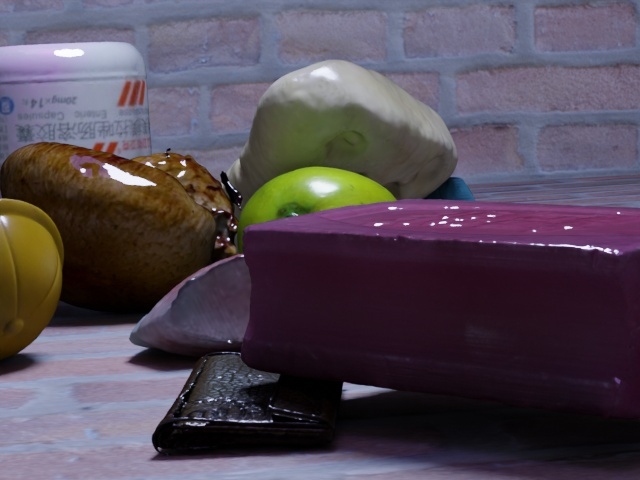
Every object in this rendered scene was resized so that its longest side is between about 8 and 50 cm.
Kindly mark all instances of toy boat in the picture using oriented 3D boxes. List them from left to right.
[{"bbox_3d":[-0.099,0.072,1.752,0.206,0.096,0.282,-19,-1,-11],"label":"toy boat"}]

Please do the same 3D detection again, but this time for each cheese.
[{"bbox_3d":[-0.026,-0.091,2.144,0.351,0.129,0.328,-28,-24,10],"label":"cheese"}]

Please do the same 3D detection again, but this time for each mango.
[{"bbox_3d":[0.000,0.000,1.981,0.192,0.156,0.343,7,-3,-4],"label":"mango"}]

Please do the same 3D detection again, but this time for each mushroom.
[{"bbox_3d":[-0.231,-0.015,2.023,0.283,0.195,0.263,0,-16,-13],"label":"mushroom"}]

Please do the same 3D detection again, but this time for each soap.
[{"bbox_3d":[0.141,0.043,1.309,0.360,0.128,0.233,4,9,42],"label":"soap"}]

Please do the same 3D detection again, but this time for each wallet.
[{"bbox_3d":[-0.049,0.121,1.353,0.133,0.039,0.243,0,8,3],"label":"wallet"}]

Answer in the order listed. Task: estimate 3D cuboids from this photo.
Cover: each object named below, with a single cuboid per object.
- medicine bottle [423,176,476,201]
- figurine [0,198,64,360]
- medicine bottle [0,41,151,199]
[{"bbox_3d":[0.111,-0.006,2.313,0.258,0.124,0.079,-13,-3,34],"label":"medicine bottle"},{"bbox_3d":[-0.363,0.037,1.724,0.192,0.167,0.257,-33,22,-27],"label":"figurine"},{"bbox_3d":[-0.346,-0.093,2.252,0.256,0.324,0.256,-2,4,0],"label":"medicine bottle"}]
